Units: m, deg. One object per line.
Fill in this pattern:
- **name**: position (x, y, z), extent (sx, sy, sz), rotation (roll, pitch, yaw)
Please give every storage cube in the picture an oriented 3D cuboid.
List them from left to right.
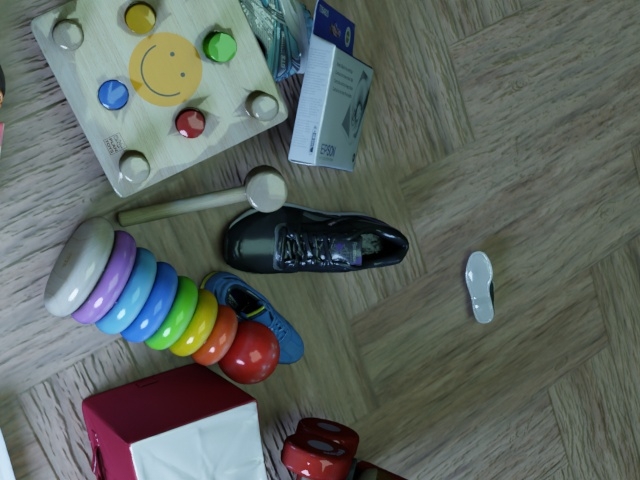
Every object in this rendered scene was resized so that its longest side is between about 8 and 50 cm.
- **storage cube**: position (-0.194, 0.298, 1.404), extent (0.215, 0.193, 0.183), rotation (-15, 106, -27)

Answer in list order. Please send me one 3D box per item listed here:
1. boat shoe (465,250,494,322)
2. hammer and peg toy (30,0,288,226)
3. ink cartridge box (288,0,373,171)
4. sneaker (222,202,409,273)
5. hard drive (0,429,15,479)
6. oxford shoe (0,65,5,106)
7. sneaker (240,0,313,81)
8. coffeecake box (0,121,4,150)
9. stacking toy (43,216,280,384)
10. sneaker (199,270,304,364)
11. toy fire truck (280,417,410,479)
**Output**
- **boat shoe**: position (0.274, 0.077, 1.736), extent (0.046, 0.038, 0.125), rotation (-9, 101, 14)
- **hammer and peg toy**: position (-0.185, -0.168, 1.325), extent (0.266, 0.127, 0.361), rotation (-26, 108, -8)
- **ink cartridge box**: position (0.024, -0.213, 1.451), extent (0.223, 0.045, 0.224), rotation (-8, 108, -74)
- **sneaker**: position (0.000, 0.000, 1.507), extent (0.283, 0.124, 0.107), rotation (-5, 101, -30)
- **hard drive**: position (-0.538, 0.373, 1.282), extent (0.319, 0.040, 0.210), rotation (-21, 119, -27)
- **oxford shoe**: position (-0.408, -0.165, 1.182), extent (0.098, 0.097, 0.271), rotation (13, 53, -36)
- **sneaker**: position (-0.100, -0.342, 1.399), extent (0.122, 0.110, 0.283), rotation (-33, 112, -15)
- **coffeecake box**: position (-0.489, -0.087, 1.231), extent (0.186, 0.068, 0.142), rotation (6, 95, -32)
- **stacking toy**: position (-0.194, 0.100, 1.375), extent (0.330, 0.141, 0.141), rotation (30, 83, -23)
- **sneaker**: position (-0.089, 0.123, 1.502), extent (0.209, 0.082, 0.069), rotation (45, 73, -30)
- **toy fire truck**: position (0.060, 0.384, 1.487), extent (0.254, 0.302, 0.169), rotation (16, 94, 7)
